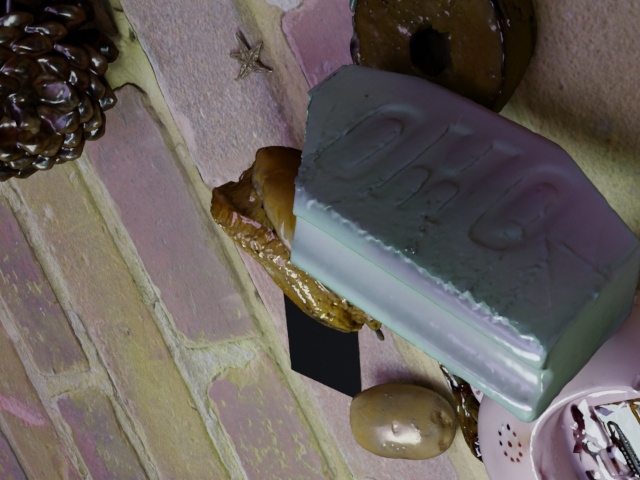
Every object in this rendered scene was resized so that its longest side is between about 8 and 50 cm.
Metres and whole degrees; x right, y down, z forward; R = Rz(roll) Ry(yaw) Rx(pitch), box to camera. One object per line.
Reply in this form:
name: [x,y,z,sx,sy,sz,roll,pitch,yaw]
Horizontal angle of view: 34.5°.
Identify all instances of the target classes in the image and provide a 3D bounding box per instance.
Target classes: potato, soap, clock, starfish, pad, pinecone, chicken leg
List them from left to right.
pinecone: [-0.556,-0.314,1.773,0.398,0.398,0.397,24,128,34]
starfish: [-0.111,-0.278,1.608,0.086,0.016,0.092,48,133,15]
pad: [0.001,0.147,1.757,0.170,0.006,0.245,19,125,38]
potato: [0.131,0.288,1.635,0.178,0.118,0.109,2,151,30]
soap: [0.139,-0.025,1.181,0.446,0.261,0.156,33,151,31]
chicken leg: [0.238,0.257,1.548,0.093,0.070,0.178,-43,71,49]
clock: [0.357,0.241,1.267,0.377,0.250,0.368,-25,94,49]

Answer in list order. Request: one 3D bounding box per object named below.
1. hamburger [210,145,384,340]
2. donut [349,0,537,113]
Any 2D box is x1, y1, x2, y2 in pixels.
hamburger: [0.000,0.000,1.463,0.170,0.290,0.314,-44,92,13]
donut: [0.156,-0.253,1.295,0.272,0.107,0.272,29,134,36]
